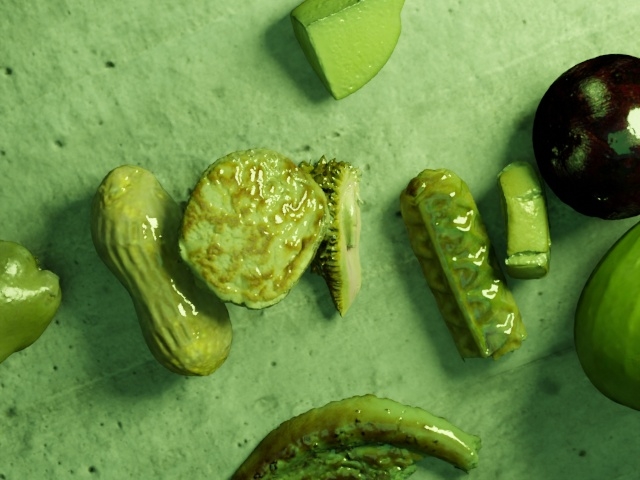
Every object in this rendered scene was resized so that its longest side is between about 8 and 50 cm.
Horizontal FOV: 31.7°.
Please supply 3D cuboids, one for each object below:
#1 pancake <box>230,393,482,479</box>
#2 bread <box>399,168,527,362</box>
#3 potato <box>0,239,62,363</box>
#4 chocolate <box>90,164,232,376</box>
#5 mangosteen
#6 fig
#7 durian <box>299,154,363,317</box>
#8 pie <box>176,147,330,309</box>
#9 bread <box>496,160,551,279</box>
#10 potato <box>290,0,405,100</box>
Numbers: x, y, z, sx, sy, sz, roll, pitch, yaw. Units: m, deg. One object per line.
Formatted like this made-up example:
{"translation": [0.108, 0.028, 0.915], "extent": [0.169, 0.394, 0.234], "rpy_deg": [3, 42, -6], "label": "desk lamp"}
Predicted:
{"translation": [0.041, 0.324, 1.584], "extent": [0.377, 0.054, 0.197], "rpy_deg": [-17, 97, 10], "label": "pancake"}
{"translation": [0.187, 0.031, 1.505], "extent": [0.087, 0.098, 0.269], "rpy_deg": [-27, 97, -33], "label": "bread"}
{"translation": [-0.530, 0.093, 1.547], "extent": [0.351, 0.202, 0.218], "rpy_deg": [-15, 85, -5], "label": "potato"}
{"translation": [-0.219, 0.045, 1.534], "extent": [0.134, 0.134, 0.309], "rpy_deg": [-22, 99, 9], "label": "chocolate"}
{"translation": [0.392, -0.126, 1.413], "extent": [0.250, 0.211, 0.211], "rpy_deg": [3, 100, -24], "label": "mangosteen"}
{"translation": [0.472, 0.072, 1.382], "extent": [0.316, 0.316, 0.316], "rpy_deg": [1, 99, 6], "label": "fig"}
{"translation": [0.005, 0.000, 1.524], "extent": [0.140, 0.078, 0.224], "rpy_deg": [-14, 95, 9], "label": "durian"}
{"translation": [-0.090, -0.017, 1.460], "extent": [0.179, 0.084, 0.205], "rpy_deg": [27, 93, -4], "label": "pie"}
{"translation": [0.267, -0.026, 1.471], "extent": [0.064, 0.117, 0.156], "rpy_deg": [-6, 98, 9], "label": "bread"}
{"translation": [0.047, -0.275, 1.496], "extent": [0.149, 0.081, 0.120], "rpy_deg": [-26, 126, -7], "label": "potato"}
